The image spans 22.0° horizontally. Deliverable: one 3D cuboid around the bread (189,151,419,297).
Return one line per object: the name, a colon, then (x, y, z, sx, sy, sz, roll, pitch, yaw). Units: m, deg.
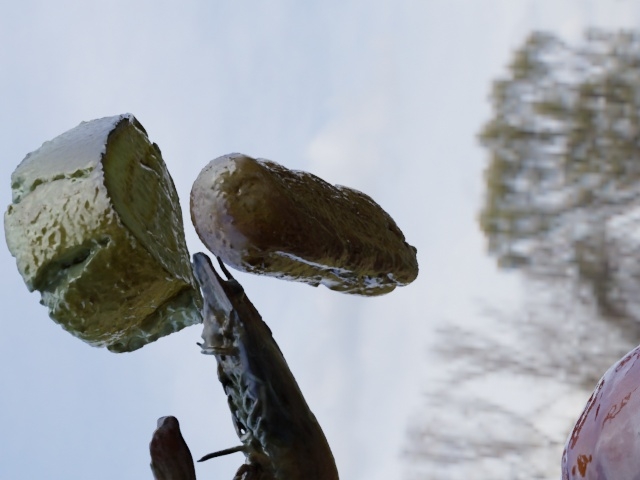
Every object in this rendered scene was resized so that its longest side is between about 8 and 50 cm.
bread: (0.002, -0.002, 1.427, 0.124, 0.084, 0.344, 55, -161, 24)

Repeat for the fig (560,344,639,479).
fig: (0.155, 0.086, 0.648, 0.150, 0.128, 0.128, -71, -20, -68)

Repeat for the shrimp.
shrimp: (-0.064, 0.133, 1.194, 0.143, 0.052, 0.251, -21, -92, -34)

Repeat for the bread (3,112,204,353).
bread: (-0.196, -0.011, 1.524, 0.186, 0.124, 0.257, 59, -168, -31)
